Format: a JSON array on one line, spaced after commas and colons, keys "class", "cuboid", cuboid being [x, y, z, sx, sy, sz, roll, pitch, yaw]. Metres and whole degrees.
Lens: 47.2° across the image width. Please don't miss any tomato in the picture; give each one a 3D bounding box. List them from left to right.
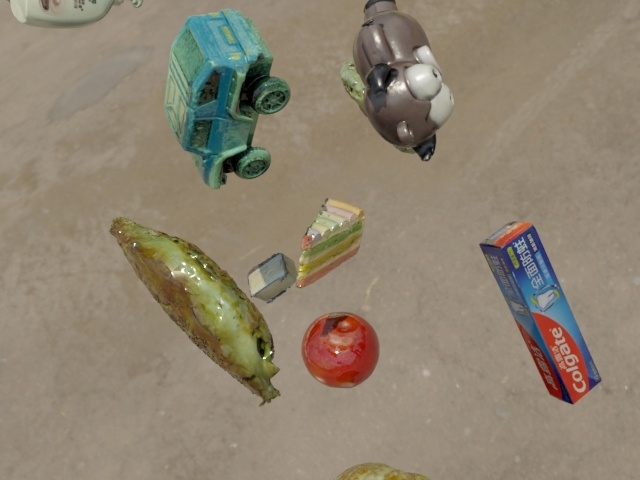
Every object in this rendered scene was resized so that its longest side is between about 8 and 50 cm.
[{"class": "tomato", "cuboid": [0.047, 0.249, 1.711, 0.195, 0.136, 0.195, 3, 40, -3]}]

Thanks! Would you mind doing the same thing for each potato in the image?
[{"class": "potato", "cuboid": [-0.113, 0.091, 1.768, 0.122, 0.061, 0.086, -34, 50, 22]}]

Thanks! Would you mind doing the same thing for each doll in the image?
[{"class": "doll", "cuboid": [0.113, -0.236, 1.053, 0.117, 0.182, 0.257, -27, 47, 20]}]

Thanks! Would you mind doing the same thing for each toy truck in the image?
[{"class": "toy truck", "cuboid": [-0.156, -0.217, 1.158, 0.156, 0.279, 0.155, -11, 57, -26]}]

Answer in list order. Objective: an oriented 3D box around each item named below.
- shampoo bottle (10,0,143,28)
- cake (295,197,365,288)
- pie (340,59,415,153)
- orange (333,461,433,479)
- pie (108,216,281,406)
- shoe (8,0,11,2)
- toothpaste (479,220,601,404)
[{"class": "shampoo bottle", "cuboid": [-0.270, -0.278, 0.830, 0.045, 0.077, 0.152, 17, 19, 40]}, {"class": "cake", "cuboid": [0.020, 0.005, 1.431, 0.090, 0.109, 0.225, 15, 28, 12]}, {"class": "pie", "cuboid": [0.157, -0.328, 1.848, 0.071, 0.306, 0.306, -39, 32, 19]}, {"class": "orange", "cuboid": [0.147, 0.605, 1.546, 0.329, 0.329, 0.249, 7, 74, 40]}, {"class": "pie", "cuboid": [-0.178, 0.092, 1.107, 0.103, 0.354, 0.288, -43, 3, -11]}, {"class": "shoe", "cuboid": [-0.499, -0.444, 1.241, 0.099, 0.125, 0.227, -48, -7, -8]}, {"class": "toothpaste", "cuboid": [0.370, 0.123, 1.225, 0.076, 0.320, 0.066, -34, 17, -17]}]
